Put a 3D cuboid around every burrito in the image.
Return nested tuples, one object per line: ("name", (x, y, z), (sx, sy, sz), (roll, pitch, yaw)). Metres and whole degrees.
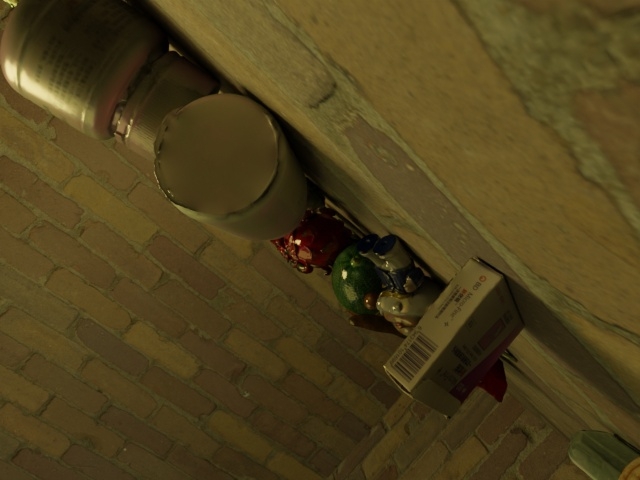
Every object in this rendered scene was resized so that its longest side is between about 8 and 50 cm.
("burrito", (-0.100, -0.166, 1.121), (0.309, 0.066, 0.096), (41, -171, 32))

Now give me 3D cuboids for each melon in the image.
("melon", (0.121, 0.101, 1.047), (0.182, 0.182, 0.287), (41, 177, 36))

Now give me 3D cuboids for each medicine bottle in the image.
("medicine bottle", (-0.139, -0.111, 0.837), (0.214, 0.213, 0.378), (42, 178, 9))
("medicine bottle", (0.175, 0.131, 0.544), (0.052, 0.171, 0.201), (37, 176, 39))
("medicine bottle", (-0.366, -0.295, 0.793), (0.302, 0.241, 0.241), (33, -179, -15))

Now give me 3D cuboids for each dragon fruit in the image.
("dragon fruit", (0.000, 0.000, 1.056), (0.166, 0.136, 0.133), (0, -179, -26))
("dragon fruit", (-0.001, 0.014, 1.214), (0.273, 0.198, 0.218), (41, -171, 24))

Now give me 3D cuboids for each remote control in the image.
("remote control", (0.533, 0.402, 0.733), (0.247, 0.104, 0.052), (-152, 55, -79))

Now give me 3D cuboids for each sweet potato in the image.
("sweet potato", (0.194, 0.190, 0.982), (0.270, 0.074, 0.075), (-1, -164, -19))

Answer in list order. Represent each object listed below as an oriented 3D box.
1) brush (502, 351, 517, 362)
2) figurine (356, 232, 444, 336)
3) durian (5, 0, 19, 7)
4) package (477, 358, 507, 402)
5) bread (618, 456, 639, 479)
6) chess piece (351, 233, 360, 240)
("brush", (0.382, 0.228, 0.960), (0.179, 0.030, 0.033), (31, 168, -28))
("figurine", (0.162, 0.095, 0.868), (0.274, 0.133, 0.194), (44, 148, -12))
("durian", (-0.501, -0.461, 0.932), (0.157, 0.169, 0.356), (41, -176, 40))
("package", (0.364, 0.286, 1.278), (0.196, 0.123, 0.423), (40, 180, -30))
("bread", (0.478, 0.369, 0.589), (0.073, 0.122, 0.149), (45, 178, -2))
("chess piece", (0.137, 0.081, 1.380), (0.243, 0.133, 0.133), (46, 178, -9))
